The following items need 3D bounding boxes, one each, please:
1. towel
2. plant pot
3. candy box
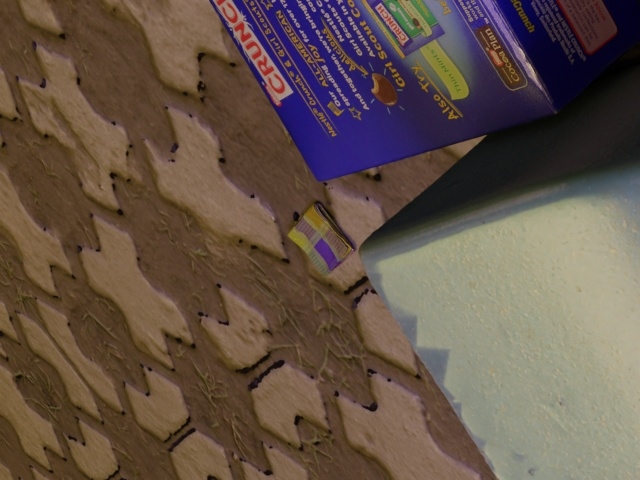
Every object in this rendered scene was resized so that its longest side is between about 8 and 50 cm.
[{"bbox_3d":[0.000,0.000,1.661,0.060,0.009,0.083,51,152,3],"label":"towel"},{"bbox_3d":[0.232,0.016,1.105,0.252,0.247,0.248,-25,100,43],"label":"plant pot"},{"bbox_3d":[0.044,-0.201,1.251,0.268,0.122,0.317,58,151,-11],"label":"candy box"}]
